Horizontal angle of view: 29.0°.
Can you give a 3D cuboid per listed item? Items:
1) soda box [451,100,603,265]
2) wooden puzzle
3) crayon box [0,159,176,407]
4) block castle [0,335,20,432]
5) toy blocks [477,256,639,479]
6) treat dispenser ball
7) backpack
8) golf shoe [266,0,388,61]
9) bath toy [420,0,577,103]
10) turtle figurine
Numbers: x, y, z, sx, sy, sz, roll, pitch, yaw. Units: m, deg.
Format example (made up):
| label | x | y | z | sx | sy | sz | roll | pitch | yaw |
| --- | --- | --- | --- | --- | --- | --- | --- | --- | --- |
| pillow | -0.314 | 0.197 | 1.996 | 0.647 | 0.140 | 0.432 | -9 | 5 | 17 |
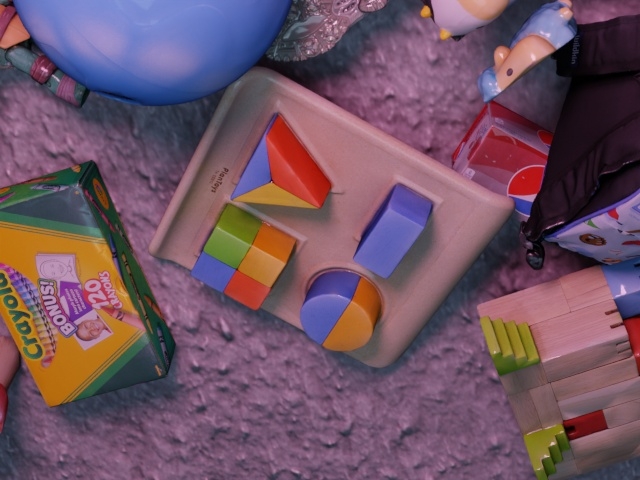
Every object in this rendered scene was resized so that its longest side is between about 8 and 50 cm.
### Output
| label | x | y | z | sx | sy | sz | roll | pitch | yaw |
| --- | --- | --- | --- | --- | --- | --- | --- | --- | --- |
| soda box | 0.284 | -0.055 | 1.426 | 0.263 | 0.083 | 0.092 | 27 | 117 | -10 |
| wooden puzzle | 0.000 | 0.000 | 1.426 | 0.347 | 0.081 | 0.322 | 25 | 131 | -8 |
| crayon box | -0.307 | 0.056 | 1.522 | 0.165 | 0.081 | 0.279 | -16 | 115 | 11 |
| block castle | -0.621 | 0.243 | 1.565 | 0.303 | 0.213 | 0.453 | 43 | 111 | -16 |
| toy blocks | 0.345 | 0.146 | 1.439 | 0.260 | 0.191 | 0.381 | -19 | 141 | 8 |
| treat dispenser ball | -0.165 | -0.278 | 1.230 | 0.288 | 0.288 | 0.288 | 2 | 117 | 3 |
| backpack | 0.348 | -0.103 | 1.251 | 0.213 | 0.263 | 0.277 | 15 | 75 | -11 |
| golf shoe | 0.014 | -0.250 | 1.342 | 0.176 | 0.086 | 0.069 | -27 | 100 | 9 |
| bath toy | 0.107 | -0.311 | 1.242 | 0.129 | 0.151 | 0.348 | -37 | 91 | 20 |
| turtle figurine | -0.352 | -0.239 | 1.365 | 0.234 | 0.118 | 0.175 | 23 | 75 | -9 |
